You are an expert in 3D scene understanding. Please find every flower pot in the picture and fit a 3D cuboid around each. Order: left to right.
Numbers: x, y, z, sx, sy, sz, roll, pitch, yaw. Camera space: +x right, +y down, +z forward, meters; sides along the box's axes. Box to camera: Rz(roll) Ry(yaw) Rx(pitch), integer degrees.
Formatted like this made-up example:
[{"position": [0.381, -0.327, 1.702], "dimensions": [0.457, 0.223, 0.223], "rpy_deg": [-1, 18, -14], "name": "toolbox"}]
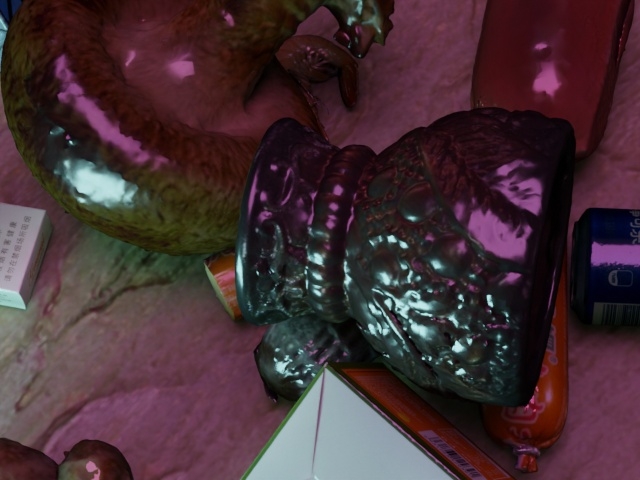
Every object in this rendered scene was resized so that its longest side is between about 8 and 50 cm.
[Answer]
[{"position": [0.075, 0.001, 1.705], "dimensions": [0.267, 0.266, 0.266], "rpy_deg": [9, 65, 11], "name": "flower pot"}]

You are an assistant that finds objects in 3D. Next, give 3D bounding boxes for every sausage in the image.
[{"position": [0.000, 0.000, 1.917], "dimensions": [0.234, 0.071, 0.071], "rpy_deg": [-26, 65, -9], "name": "sausage"}, {"position": [0.196, 0.076, 1.852], "dimensions": [0.093, 0.093, 0.312], "rpy_deg": [1, 63, 5], "name": "sausage"}, {"position": [0.240, -0.202, 1.957], "dimensions": [0.152, 0.152, 0.279], "rpy_deg": [11, 64, 10], "name": "sausage"}]

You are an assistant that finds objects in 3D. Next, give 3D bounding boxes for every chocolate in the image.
[{"position": [0.044, 0.069, 1.860], "dimensions": [0.248, 0.110, 0.110], "rpy_deg": [-37, 67, -16], "name": "chocolate"}]

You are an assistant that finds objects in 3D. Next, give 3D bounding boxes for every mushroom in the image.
[{"position": [-0.119, -0.155, 1.871], "dimensions": [0.334, 0.356, 0.331], "rpy_deg": [-14, 84, -46], "name": "mushroom"}]

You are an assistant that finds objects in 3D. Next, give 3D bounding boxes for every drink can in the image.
[{"position": [0.346, 0.029, 1.851], "dimensions": [0.205, 0.118, 0.118], "rpy_deg": [3, 64, 4], "name": "drink can"}]

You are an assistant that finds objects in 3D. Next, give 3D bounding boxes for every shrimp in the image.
[{"position": [0.000, -0.154, 2.019], "dimensions": [0.095, 0.045, 0.162], "rpy_deg": [-8, 56, -23], "name": "shrimp"}]

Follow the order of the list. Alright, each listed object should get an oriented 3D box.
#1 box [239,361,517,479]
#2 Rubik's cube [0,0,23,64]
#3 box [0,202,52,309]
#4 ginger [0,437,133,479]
[{"position": [0.052, 0.236, 1.726], "dimensions": [0.195, 0.148, 0.177], "rpy_deg": [40, 103, 21], "name": "box"}, {"position": [-0.408, -0.277, 2.031], "dimensions": [0.190, 0.178, 0.211], "rpy_deg": [-15, 62, 0], "name": "Rubik's cube"}, {"position": [-0.362, 0.007, 1.955], "dimensions": [0.152, 0.048, 0.100], "rpy_deg": [11, 61, 7], "name": "box"}, {"position": [-0.315, 0.285, 1.751], "dimensions": [0.244, 0.155, 0.304], "rpy_deg": [32, 71, 20], "name": "ginger"}]
